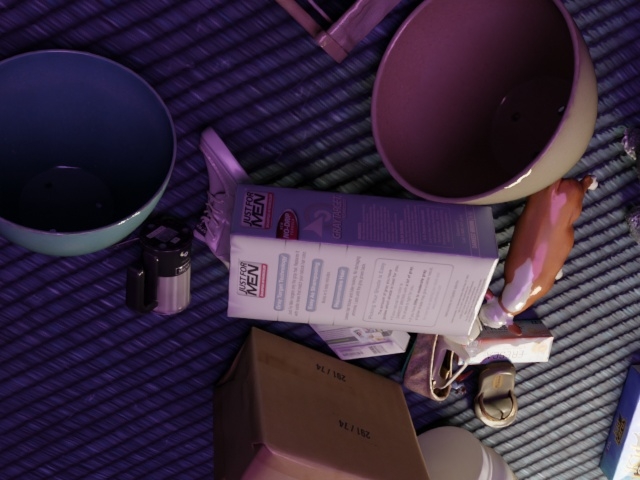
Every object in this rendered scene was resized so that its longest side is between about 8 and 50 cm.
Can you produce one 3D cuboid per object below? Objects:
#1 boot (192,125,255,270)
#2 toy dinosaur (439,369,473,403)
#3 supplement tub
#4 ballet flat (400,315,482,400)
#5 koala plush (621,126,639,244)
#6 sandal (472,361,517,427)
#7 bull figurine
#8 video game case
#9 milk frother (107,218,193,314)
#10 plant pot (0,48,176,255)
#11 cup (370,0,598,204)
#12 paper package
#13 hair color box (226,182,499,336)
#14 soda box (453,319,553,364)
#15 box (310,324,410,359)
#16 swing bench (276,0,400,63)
[{"bbox_3d":[-0.151,-0.046,1.333,0.123,0.095,0.258,-32,120,-3],"label":"boot"},{"bbox_3d":[0.235,0.271,1.624,0.082,0.047,0.090,31,73,-15],"label":"toy dinosaur"},{"bbox_3d":[0.295,0.543,1.647,0.241,0.241,0.331,-34,118,5],"label":"supplement tub"},{"bbox_3d":[0.224,0.163,1.485,0.107,0.106,0.316,-32,144,-35],"label":"ballet flat"},{"bbox_3d":[0.608,-0.102,1.434,0.203,0.196,0.221,-46,117,-1],"label":"koala plush"},{"bbox_3d":[0.342,0.307,1.616,0.090,0.060,0.219,-9,140,-1],"label":"sandal"},{"bbox_3d":[0.366,0.014,1.428,0.101,0.188,0.310,29,119,20],"label":"bull figurine"},{"bbox_3d":[0.734,0.381,1.765,0.244,0.061,0.269,0,116,-12],"label":"video game case"},{"bbox_3d":[-0.282,0.033,1.355,0.129,0.143,0.134,-23,137,-35],"label":"milk frother"},{"bbox_3d":[-0.357,-0.092,1.192,0.290,0.290,0.195,3,152,-14],"label":"plant pot"},{"bbox_3d":[0.276,-0.194,1.259,0.237,0.331,0.331,15,115,-47],"label":"cup"},{"bbox_3d":[-0.005,0.340,1.434,0.325,0.309,0.168,22,117,-21],"label":"paper package"},{"bbox_3d":[0.054,0.032,1.258,0.375,0.113,0.185,5,136,-3],"label":"hair color box"},{"bbox_3d":[0.334,0.189,1.578,0.183,0.063,0.058,0,118,-12],"label":"soda box"},{"bbox_3d":[0.044,0.129,1.455,0.145,0.038,0.186,-15,128,40],"label":"box"},{"bbox_3d":[0.036,-0.408,1.155,0.255,0.165,0.253,39,102,-26],"label":"swing bench"}]
